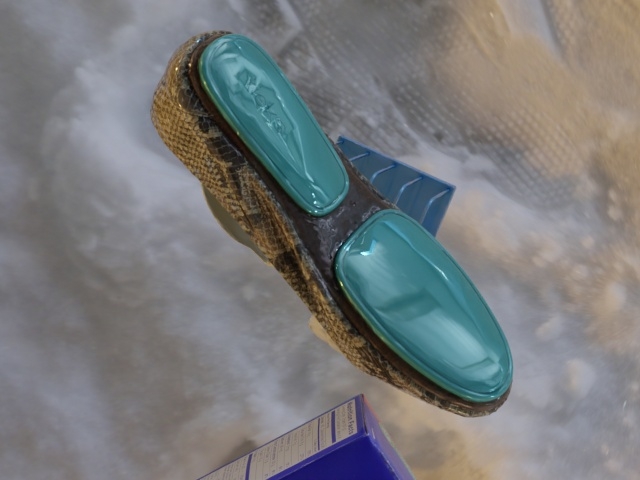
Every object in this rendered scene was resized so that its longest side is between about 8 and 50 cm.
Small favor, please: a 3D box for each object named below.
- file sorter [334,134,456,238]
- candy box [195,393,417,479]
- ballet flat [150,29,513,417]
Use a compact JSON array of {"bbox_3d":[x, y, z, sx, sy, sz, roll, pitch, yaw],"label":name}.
[{"bbox_3d":[0.064,-0.042,1.481,0.170,0.104,0.118,26,110,14],"label":"file sorter"},{"bbox_3d":[-0.024,0.353,1.224,0.317,0.122,0.268,-28,106,8],"label":"candy box"},{"bbox_3d":[0.000,0.000,1.207,0.483,0.164,0.182,49,142,-1],"label":"ballet flat"}]
